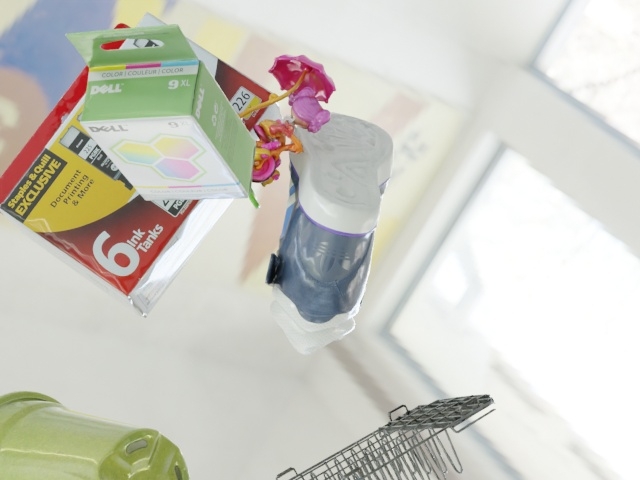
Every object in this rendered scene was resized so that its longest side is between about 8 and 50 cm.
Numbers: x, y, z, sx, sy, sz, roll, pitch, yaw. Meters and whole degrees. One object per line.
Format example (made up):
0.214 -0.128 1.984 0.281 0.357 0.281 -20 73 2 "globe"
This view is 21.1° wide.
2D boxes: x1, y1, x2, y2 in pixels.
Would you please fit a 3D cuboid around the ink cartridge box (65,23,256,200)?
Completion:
-0.143 -0.109 1.539 0.109 0.062 0.209 -1 153 18 "ink cartridge box"

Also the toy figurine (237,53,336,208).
-0.051 -0.143 1.983 0.173 0.159 0.130 56 179 33 "toy figurine"

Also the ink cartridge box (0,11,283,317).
-0.245 -0.110 2.138 0.272 0.309 0.130 33 170 12 "ink cartridge box"

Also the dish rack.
0.060 0.244 1.805 0.074 0.271 0.208 64 156 -5 "dish rack"

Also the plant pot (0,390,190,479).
-0.328 0.346 2.363 0.254 0.276 0.276 -4 172 37 "plant pot"

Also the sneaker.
0.000 0.000 2.063 0.130 0.236 0.323 14 -155 -5 "sneaker"
